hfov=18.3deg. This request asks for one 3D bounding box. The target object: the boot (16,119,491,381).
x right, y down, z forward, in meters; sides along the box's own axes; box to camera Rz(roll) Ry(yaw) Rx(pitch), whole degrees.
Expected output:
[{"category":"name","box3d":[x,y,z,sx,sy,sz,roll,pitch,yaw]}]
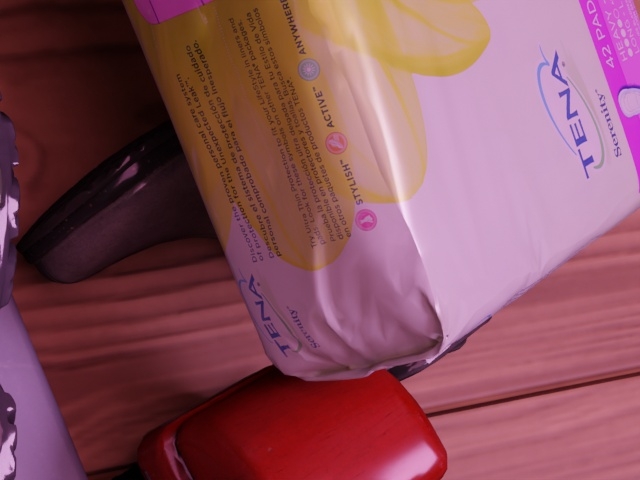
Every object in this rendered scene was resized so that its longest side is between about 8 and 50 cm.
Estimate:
[{"category":"boot","box3d":[0.000,0.000,0.902,0.246,0.083,0.161,-30,95,-26]}]

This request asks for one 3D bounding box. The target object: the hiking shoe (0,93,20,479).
[{"category":"hiking shoe","box3d":[-0.178,0.015,0.756,0.114,0.086,0.227,2,75,-26]}]

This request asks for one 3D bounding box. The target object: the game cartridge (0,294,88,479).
[{"category":"game cartridge","box3d":[-0.229,0.136,0.779,0.297,0.062,0.198,-21,81,-27]}]

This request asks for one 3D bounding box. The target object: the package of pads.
[{"category":"package of pads","box3d":[0.023,-0.114,0.806,0.229,0.101,0.296,-31,101,-49]}]

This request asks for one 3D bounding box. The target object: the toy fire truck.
[{"category":"toy fire truck","box3d":[0.019,0.152,0.771,0.158,0.246,0.217,-27,88,-27]}]
